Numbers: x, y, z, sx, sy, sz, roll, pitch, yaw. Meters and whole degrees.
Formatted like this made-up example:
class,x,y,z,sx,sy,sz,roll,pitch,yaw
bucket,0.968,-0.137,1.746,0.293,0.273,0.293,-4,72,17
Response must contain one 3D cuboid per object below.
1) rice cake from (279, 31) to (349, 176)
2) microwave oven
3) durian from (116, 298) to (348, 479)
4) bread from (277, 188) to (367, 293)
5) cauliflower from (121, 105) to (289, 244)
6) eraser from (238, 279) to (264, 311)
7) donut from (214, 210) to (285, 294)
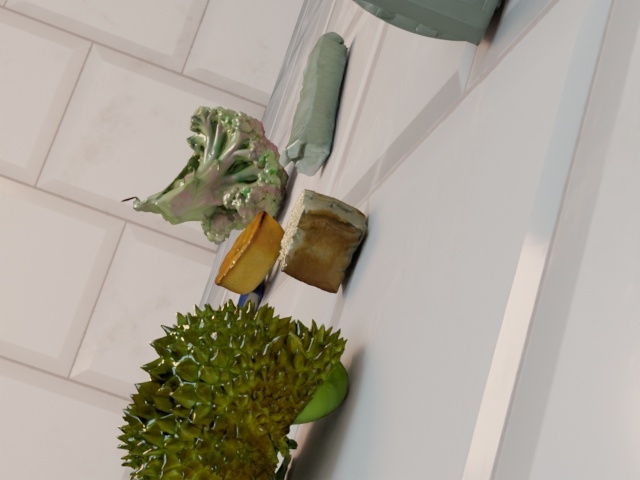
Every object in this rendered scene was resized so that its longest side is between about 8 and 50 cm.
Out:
class,x,y,z,sx,sy,sz,roll,pitch,yaw
rice cake,-0.003,-0.214,1.767,0.066,0.063,0.336,-54,14,35
microwave oven,0.094,-0.256,0.967,0.208,0.122,0.162,-102,33,-75
durian,-0.079,0.156,0.998,0.200,0.176,0.237,-50,-20,-43
bread,0.001,0.000,1.155,0.077,0.070,0.083,-92,25,-69
cauliflower,-0.192,-0.089,2.037,0.315,0.239,0.256,-25,-18,-27
eraser,-0.113,0.092,1.881,0.085,0.027,0.063,-88,19,-67
donut,-0.107,0.023,1.814,0.152,0.058,0.152,-52,13,17
